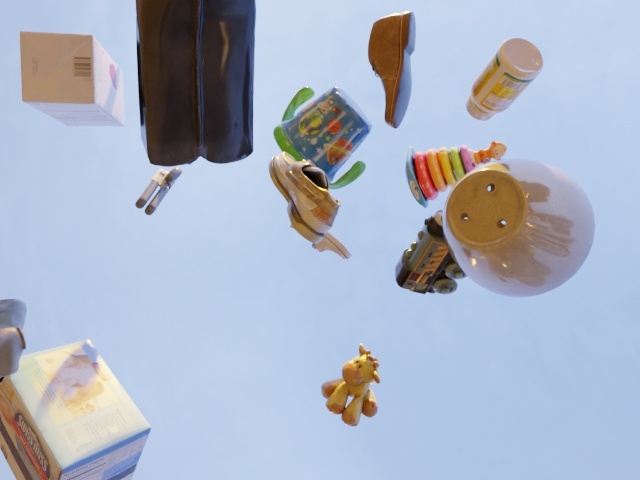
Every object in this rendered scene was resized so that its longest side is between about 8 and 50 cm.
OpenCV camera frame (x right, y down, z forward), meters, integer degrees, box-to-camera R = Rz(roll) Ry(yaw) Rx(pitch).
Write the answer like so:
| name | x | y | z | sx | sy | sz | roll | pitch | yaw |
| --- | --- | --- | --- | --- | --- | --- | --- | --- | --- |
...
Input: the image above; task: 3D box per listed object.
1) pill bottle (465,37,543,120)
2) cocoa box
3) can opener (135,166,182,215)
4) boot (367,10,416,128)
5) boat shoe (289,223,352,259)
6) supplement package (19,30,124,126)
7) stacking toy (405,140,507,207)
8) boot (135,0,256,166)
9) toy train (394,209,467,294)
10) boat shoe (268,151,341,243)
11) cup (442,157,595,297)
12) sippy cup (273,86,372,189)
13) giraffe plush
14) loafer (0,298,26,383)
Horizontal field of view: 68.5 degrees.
| name | x | y | z | sx | sy | sz | roll | pitch | yaw |
| --- | --- | --- | --- | --- | --- | --- | --- | --- | --- |
| pill bottle | 0.461 | -0.403 | 1.207 | 0.208 | 0.117 | 0.118 | 118 | -47 | -66 |
| cocoa box | -0.638 | 0.465 | 1.188 | 0.347 | 0.231 | 0.228 | 39 | -64 | 27 |
| can opener | -0.572 | -0.190 | 1.662 | 0.093 | 0.074 | 0.280 | -42 | -158 | 27 |
| boot | 0.188 | -0.459 | 1.285 | 0.115 | 0.112 | 0.306 | 5 | -88 | 22 |
| boat shoe | 0.000 | 0.000 | 1.815 | 0.088 | 0.267 | 0.096 | -51 | -166 | -2 |
| supplement package | -0.670 | -0.431 | 1.301 | 0.293 | 0.175 | 0.178 | -165 | -106 | -81 |
| stacking toy | 0.422 | -0.233 | 1.453 | 0.301 | 0.166 | 0.175 | -16 | -60 | 24 |
| boot | -0.121 | -0.338 | 0.789 | 0.146 | 0.366 | 0.446 | -109 | -155 | -54 |
| toy train | 0.358 | 0.043 | 1.425 | 0.334 | 0.190 | 0.142 | 111 | -12 | -47 |
| boat shoe | -0.031 | -0.122 | 1.059 | 0.103 | 0.113 | 0.302 | -47 | -138 | 19 |
| cup | 0.405 | -0.047 | 1.050 | 0.330 | 0.236 | 0.332 | -10 | -105 | 38 |
| sippy cup | 0.019 | -0.313 | 1.367 | 0.224 | 0.240 | 0.305 | -41 | -83 | 19 |
| giraffe plush | 0.115 | 0.417 | 1.405 | 0.181 | 0.210 | 0.171 | 34 | -46 | 25 |
| loafer | -0.273 | 0.089 | 0.391 | 0.148 | 0.056 | 0.050 | -42 | -118 | 52 |
